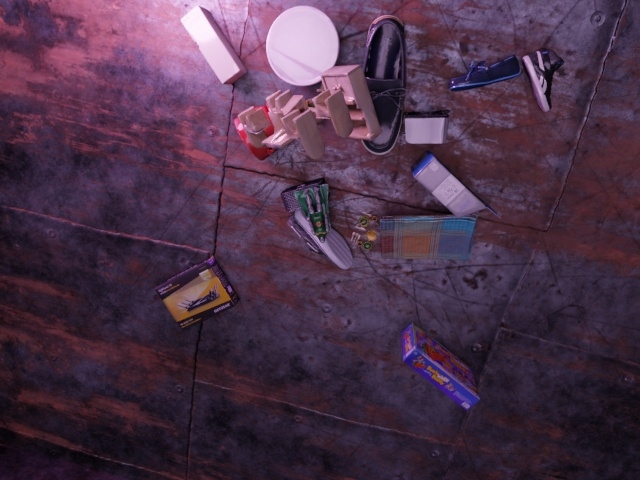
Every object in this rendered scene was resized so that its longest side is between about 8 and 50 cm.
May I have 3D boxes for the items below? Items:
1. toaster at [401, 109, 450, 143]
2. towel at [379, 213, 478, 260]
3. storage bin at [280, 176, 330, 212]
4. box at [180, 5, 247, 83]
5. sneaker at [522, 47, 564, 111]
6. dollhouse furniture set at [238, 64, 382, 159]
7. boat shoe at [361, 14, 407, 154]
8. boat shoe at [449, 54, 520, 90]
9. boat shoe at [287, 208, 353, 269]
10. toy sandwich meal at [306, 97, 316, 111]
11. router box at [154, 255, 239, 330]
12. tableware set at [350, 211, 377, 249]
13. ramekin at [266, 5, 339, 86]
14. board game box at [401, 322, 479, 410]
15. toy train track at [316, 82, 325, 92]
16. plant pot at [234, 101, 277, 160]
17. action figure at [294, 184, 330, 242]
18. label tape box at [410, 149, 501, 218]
[{"bbox_3d":[0.398,-0.428,1.715,0.185,0.168,0.110,1,110,9],"label":"toaster"},{"bbox_3d":[0.427,-0.005,1.840,0.370,0.040,0.271,-1,141,9],"label":"towel"},{"bbox_3d":[-0.062,-0.189,1.878,0.180,0.122,0.084,-15,105,12],"label":"storage bin"},{"bbox_3d":[-0.405,-0.745,1.757,0.094,0.113,0.275,-30,100,16],"label":"box"},{"bbox_3d":[0.825,-0.585,1.646,0.121,0.079,0.217,-24,101,16],"label":"sneaker"},{"bbox_3d":[-0.007,-0.399,1.587,0.394,0.362,0.257,-39,125,-23],"label":"dollhouse furniture set"},{"bbox_3d":[0.226,-0.567,1.701,0.186,0.156,0.501,5,110,5],"label":"boat shoe"},{"bbox_3d":[0.592,-0.612,1.674,0.258,0.109,0.089,-14,98,-5],"label":"boat shoe"},{"bbox_3d":[0.000,0.000,1.948,0.335,0.121,0.119,48,131,-3],"label":"boat shoe"},{"bbox_3d":[-0.032,-0.522,1.816,0.085,0.029,0.086,2,108,7],"label":"toy sandwich meal"},{"bbox_3d":[-0.567,0.247,2.111,0.308,0.081,0.243,-27,102,15],"label":"router box"},{"bbox_3d":[0.196,-0.039,1.941,0.104,0.024,0.154,22,109,0],"label":"tableware set"},{"bbox_3d":[-0.058,-0.716,1.707,0.272,0.127,0.273,2,108,7],"label":"ramekin"},{"bbox_3d":[0.508,0.534,1.968,0.347,0.233,0.078,38,109,-5],"label":"board game box"},{"bbox_3d":[0.011,-0.576,1.801,0.048,0.014,0.083,-5,107,10],"label":"toy train track"},{"bbox_3d":[-0.213,-0.435,1.787,0.174,0.191,0.191,-29,101,13],"label":"plant pot"},{"bbox_3d":[-0.012,-0.095,1.810,0.137,0.063,0.232,-11,115,7],"label":"action figure"},{"bbox_3d":[0.502,-0.184,1.735,0.333,0.241,0.106,41,108,-6],"label":"label tape box"}]
